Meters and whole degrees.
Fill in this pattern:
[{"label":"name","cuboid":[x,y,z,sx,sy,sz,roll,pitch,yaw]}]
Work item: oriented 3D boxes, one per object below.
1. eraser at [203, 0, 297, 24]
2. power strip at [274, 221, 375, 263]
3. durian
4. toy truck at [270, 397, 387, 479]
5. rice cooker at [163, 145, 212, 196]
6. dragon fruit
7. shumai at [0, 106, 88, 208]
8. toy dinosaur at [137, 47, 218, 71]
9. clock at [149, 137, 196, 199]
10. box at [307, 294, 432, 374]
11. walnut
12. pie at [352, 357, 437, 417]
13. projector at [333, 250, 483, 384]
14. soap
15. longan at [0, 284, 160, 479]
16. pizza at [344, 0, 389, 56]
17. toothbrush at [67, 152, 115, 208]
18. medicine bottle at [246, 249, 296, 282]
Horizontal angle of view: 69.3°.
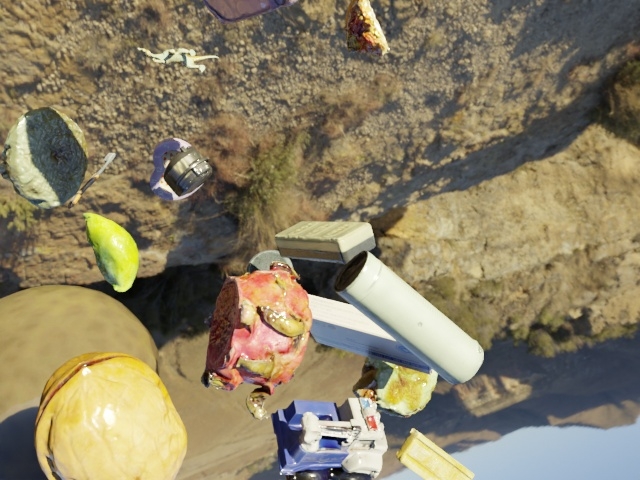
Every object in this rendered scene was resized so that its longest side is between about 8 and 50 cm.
[{"label":"eraser","cuboid":[-0.189,-0.633,0.906,0.122,0.272,0.359,-55,134,-29]},{"label":"power strip","cuboid":[0.000,0.000,1.091,0.105,0.070,0.256,-28,-161,-38]},{"label":"durian","cuboid":[-0.621,0.031,1.373,0.139,0.250,0.101,-12,-163,15]},{"label":"toy truck","cuboid":[0.023,0.351,0.829,0.213,0.161,0.177,13,126,-27]},{"label":"rice cooker","cuboid":[-0.376,-0.191,1.308,0.112,0.106,0.165,-44,-179,-39]},{"label":"dragon fruit","cuboid":[-0.124,0.160,0.809,0.147,0.282,0.211,24,160,-36]},{"label":"shumai","cuboid":[-0.963,-0.280,1.530,0.263,0.309,0.304,5,141,21]},{"label":"toy dinosaur","cuboid":[-0.420,-0.541,1.384,0.212,0.142,0.057,-26,127,-65]},{"label":"clock","cuboid":[-0.443,-0.224,1.460,0.172,0.064,0.198,6,120,-21]},{"label":"box","cuboid":[0.129,0.250,1.225,0.343,0.065,0.200,11,150,22]},{"label":"walnut","cuboid":[-0.230,0.203,0.503,0.144,0.144,0.180,-19,118,-10]},{"label":"pie","cuboid":[0.246,0.401,1.411,0.257,0.274,0.105,26,172,-15]},{"label":"projector","cuboid":[0.184,0.160,0.949,0.337,0.108,0.108,40,124,-14]},{"label":"soap","cuboid":[0.317,0.622,1.277,0.092,0.252,0.037,-53,-160,-12]},{"label":"longan","cuboid":[-0.497,0.283,0.895,0.404,0.405,0.336,0,154,-41]},{"label":"pizza","cuboid":[0.130,-0.625,1.389,0.053,0.193,0.201,-28,147,-22]},{"label":"toothbrush","cuboid":[-0.926,-0.247,1.877,0.031,0.321,0.023,8,143,15]},{"label":"medicine bottle","cuboid":[-0.143,0.160,1.472,0.141,0.141,0.293,-20,148,-9]}]
